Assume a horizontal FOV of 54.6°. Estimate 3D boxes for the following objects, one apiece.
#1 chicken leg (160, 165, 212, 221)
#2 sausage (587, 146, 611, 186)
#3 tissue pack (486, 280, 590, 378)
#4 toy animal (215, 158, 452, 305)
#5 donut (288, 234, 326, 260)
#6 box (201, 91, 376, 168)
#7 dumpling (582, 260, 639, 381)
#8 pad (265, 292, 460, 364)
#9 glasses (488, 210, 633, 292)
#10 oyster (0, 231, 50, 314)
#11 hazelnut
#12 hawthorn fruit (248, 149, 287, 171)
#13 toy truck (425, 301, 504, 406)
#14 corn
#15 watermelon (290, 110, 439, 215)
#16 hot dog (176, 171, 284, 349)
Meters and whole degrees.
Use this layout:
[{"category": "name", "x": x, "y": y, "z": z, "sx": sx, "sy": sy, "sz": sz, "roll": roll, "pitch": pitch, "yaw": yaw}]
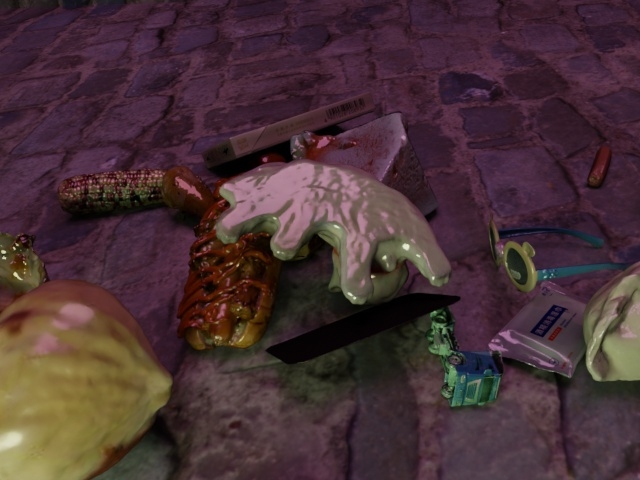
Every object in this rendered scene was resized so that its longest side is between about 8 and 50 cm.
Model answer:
[{"category": "chicken leg", "x": -0.234, "y": -0.066, "z": 1.231, "sx": 0.207, "sy": 0.101, "sz": 0.085, "roll": 37, "pitch": 53, "yaw": 18}, {"category": "sausage", "x": 0.582, "y": -0.155, "z": 1.292, "sx": 0.035, "sy": 0.030, "sz": 0.147, "roll": 18, "pitch": 41, "yaw": 24}, {"category": "tissue pack", "x": 0.347, "y": 0.129, "z": 0.920, "sx": 0.122, "sy": 0.026, "sz": 0.193, "roll": 23, "pitch": 42, "yaw": 35}, {"category": "toy animal", "x": 0.000, "y": 0.000, "z": 0.965, "sx": 0.308, "sy": 0.188, "sz": 0.266, "roll": -17, "pitch": 77, "yaw": -11}, {"category": "donut", "x": -0.047, "y": -0.016, "z": 1.149, "sx": 0.140, "sy": 0.059, "sz": 0.140, "roll": -4, "pitch": 36, "yaw": 3}, {"category": "box", "x": -0.074, "y": -0.252, "z": 1.424, "sx": 0.365, "sy": 0.051, "sz": 0.204, "roll": -24, "pitch": 11, "yaw": -25}, {"category": "dumpling", "x": 0.435, "y": 0.100, "z": 0.830, "sx": 0.250, "sy": 0.162, "sz": 0.132, "roll": -23, "pitch": 17, "yaw": -24}, {"category": "pad", "x": 0.058, "y": 0.122, "z": 0.902, "sx": 0.267, "sy": 0.004, "sz": 0.181, "roll": -19, "pitch": 4, "yaw": -17}, {"category": "glasses", "x": 0.387, "y": 0.036, "z": 1.021, "sx": 0.220, "sy": 0.088, "sz": 0.189, "roll": 12, "pitch": 18, "yaw": -10}, {"category": "oyster", "x": -0.595, "y": 0.108, "z": 0.981, "sx": 0.337, "sy": 0.133, "sz": 0.198, "roll": -17, "pitch": 39, "yaw": -12}, {"category": "hazelnut", "x": -0.299, "y": 0.174, "z": 0.756, "sx": 0.241, "sy": 0.261, "sz": 0.261, "roll": 7, "pitch": 37, "yaw": 15}, {"category": "hawthorn fruit", "x": -0.108, "y": -0.159, "z": 1.346, "sx": 0.081, "sy": 0.081, "sz": 0.093, "roll": 16, "pitch": 35, "yaw": 28}, {"category": "toy truck", "x": 0.201, "y": 0.153, "z": 0.880, "sx": 0.081, "sy": 0.067, "sz": 0.175, "roll": -1, "pitch": 31, "yaw": -4}, {"category": "corn", "x": -0.418, "y": -0.108, "z": 1.305, "sx": 0.253, "sy": 0.086, "sz": 0.086, "roll": -9, "pitch": 35, "yaw": -6}, {"category": "watermelon", "x": 0.087, "y": -0.140, "z": 1.145, "sx": 0.320, "sy": 0.213, "sz": 0.289, "roll": 24, "pitch": 20, "yaw": 0}, {"category": "hot dog", "x": -0.138, "y": 0.016, "z": 1.012, "sx": 0.158, "sy": 0.117, "sz": 0.349, "roll": 0, "pitch": 49, "yaw": 12}]
